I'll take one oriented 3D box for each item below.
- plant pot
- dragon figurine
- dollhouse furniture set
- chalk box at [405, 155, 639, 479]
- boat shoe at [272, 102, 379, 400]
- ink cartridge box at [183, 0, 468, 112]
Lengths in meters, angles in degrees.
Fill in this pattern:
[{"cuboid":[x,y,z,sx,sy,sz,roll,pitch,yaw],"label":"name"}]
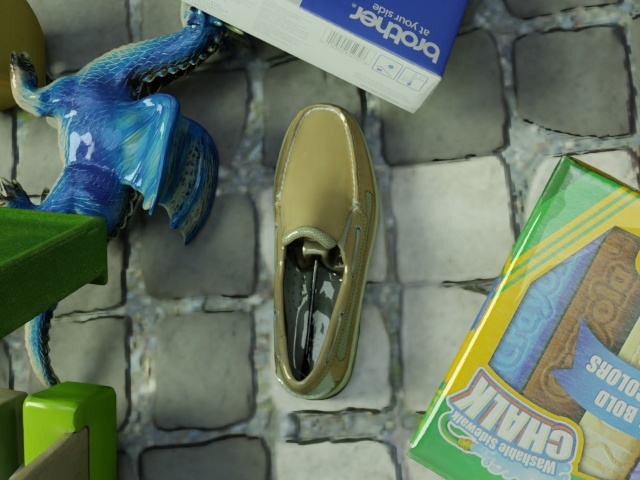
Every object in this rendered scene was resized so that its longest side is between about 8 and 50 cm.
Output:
[{"cuboid":[-0.229,-0.124,0.640,0.082,0.083,0.081,-13,75,23],"label":"plant pot"},{"cuboid":[-0.118,-0.046,0.607,0.144,0.085,0.289,0,76,10],"label":"dragon figurine"},{"cuboid":[-0.283,0.082,0.536,0.302,0.151,0.197,5,104,11],"label":"dollhouse furniture set"},{"cuboid":[0.137,0.081,0.499,0.132,0.132,0.213,30,99,14],"label":"chalk box"},{"cuboid":[0.000,0.000,0.583,0.068,0.072,0.189,-3,77,9],"label":"boat shoe"},{"cuboid":[-0.013,-0.168,0.588,0.207,0.046,0.097,25,61,-8],"label":"ink cartridge box"}]
